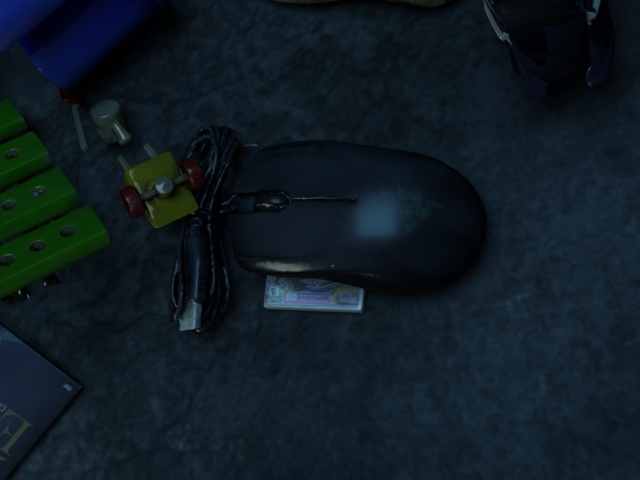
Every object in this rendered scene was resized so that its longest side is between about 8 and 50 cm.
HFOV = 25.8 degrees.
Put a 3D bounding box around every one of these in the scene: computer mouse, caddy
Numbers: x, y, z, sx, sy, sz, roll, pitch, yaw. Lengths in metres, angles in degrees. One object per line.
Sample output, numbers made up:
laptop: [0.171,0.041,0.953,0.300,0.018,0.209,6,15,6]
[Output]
computer mouse: [-0.003,-0.017,1.150,0.272,0.072,0.188,0,73,16]
caddy: [-0.276,-0.296,1.234,0.179,0.241,0.341,-46,68,4]

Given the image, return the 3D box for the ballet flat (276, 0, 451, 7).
ballet flat: [0.023,-0.246,1.225,0.206,0.067,0.073,3,76,17]

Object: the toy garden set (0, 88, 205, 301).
toy garden set: [-0.229,-0.050,1.211,0.204,0.049,0.244,-27,42,-15]

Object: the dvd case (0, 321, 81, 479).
dvd case: [-0.337,0.159,1.187,0.164,0.018,0.221,40,88,-15]

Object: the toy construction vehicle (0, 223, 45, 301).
toy construction vehicle: [-0.291,-0.003,1.266,0.098,0.035,0.086,35,96,23]

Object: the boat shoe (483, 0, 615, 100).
boat shoe: [0.171,-0.265,1.172,0.127,0.158,0.340,-12,43,17]

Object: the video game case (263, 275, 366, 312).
video game case: [0.000,0.000,1.191,0.087,0.011,0.122,1,74,16]
